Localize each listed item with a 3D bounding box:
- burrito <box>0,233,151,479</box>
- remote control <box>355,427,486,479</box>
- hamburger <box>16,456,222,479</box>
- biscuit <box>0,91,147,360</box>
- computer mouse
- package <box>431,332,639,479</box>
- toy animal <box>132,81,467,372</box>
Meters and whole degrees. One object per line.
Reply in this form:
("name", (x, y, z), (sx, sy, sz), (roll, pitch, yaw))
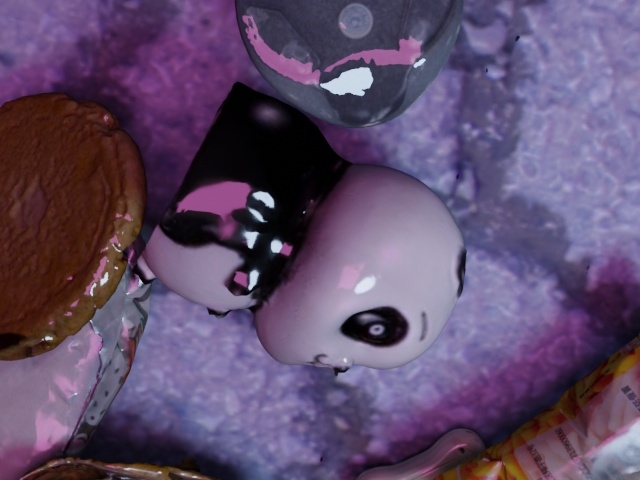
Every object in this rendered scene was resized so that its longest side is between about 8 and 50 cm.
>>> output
("burrito", (-0.248, 0.143, 0.927), (0.139, 0.101, 0.445), (38, 101, 12))
("remote control", (0.091, 0.211, 0.968), (0.122, 0.032, 0.074), (-25, 101, 7))
("hamburger", (-0.162, 0.311, 0.897), (0.319, 0.158, 0.318), (-9, 117, -19))
("biscuit", (-0.223, -0.012, 0.868), (0.226, 0.042, 0.226), (-11, 67, 28))
("computer mouse", (0.000, -0.270, 0.841), (0.167, 0.090, 0.379), (-10, 94, -5))
("package", (0.232, 0.196, 0.913), (0.288, 0.108, 0.223), (-43, 111, 7))
("toy animal", (-0.007, 0.004, 0.852), (0.235, 0.187, 0.165), (34, 65, -5))
